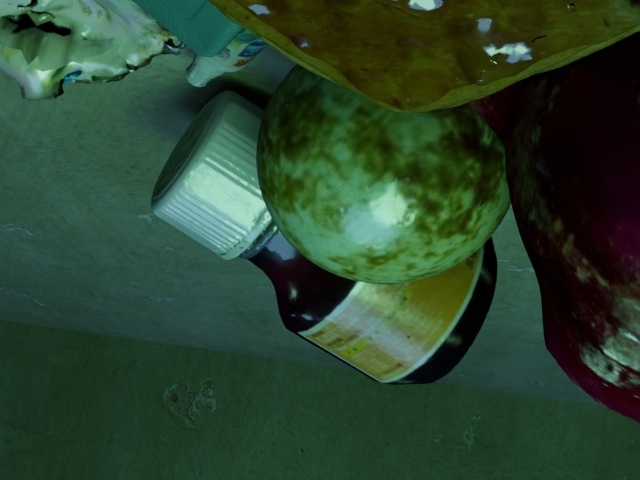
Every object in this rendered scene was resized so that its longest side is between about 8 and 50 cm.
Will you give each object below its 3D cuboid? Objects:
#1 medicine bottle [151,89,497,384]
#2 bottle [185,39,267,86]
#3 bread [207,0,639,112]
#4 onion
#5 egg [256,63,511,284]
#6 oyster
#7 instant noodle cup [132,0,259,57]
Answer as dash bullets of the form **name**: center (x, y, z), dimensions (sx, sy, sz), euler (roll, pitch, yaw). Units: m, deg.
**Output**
- **medicine bottle**: center (0.000, 0.000, 1.082), dimensions (0.395, 0.242, 0.242), euler (28, 156, -21)
- **bottle**: center (-0.081, -0.198, 0.870), dimensions (0.060, 0.060, 0.217), euler (18, 160, -25)
- **bread**: center (0.036, -0.230, 0.546), dimensions (0.324, 0.167, 0.277), euler (31, 154, -29)
- **onion**: center (0.246, -0.064, 0.681), dimensions (0.420, 0.398, 0.398), euler (23, 165, 13)
- **egg**: center (0.073, -0.078, 0.881), dimensions (0.238, 0.238, 0.289), euler (-6, 179, 39)
- **oyster**: center (-0.257, -0.210, 0.885), dimensions (0.259, 0.092, 0.198), euler (-14, 152, 32)
- **instant noodle cup**: center (-0.103, -0.223, 0.706), dimensions (0.179, 0.070, 0.157), euler (39, 151, -15)
